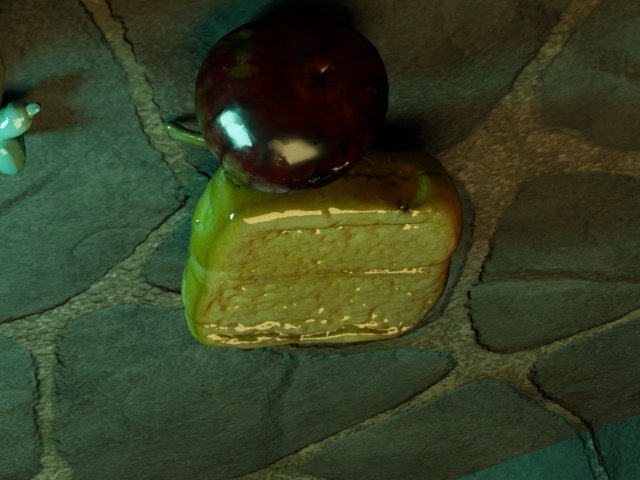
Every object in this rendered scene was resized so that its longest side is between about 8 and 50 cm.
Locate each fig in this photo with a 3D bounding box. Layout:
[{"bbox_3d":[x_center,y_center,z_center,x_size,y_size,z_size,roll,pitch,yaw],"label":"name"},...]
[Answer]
[{"bbox_3d":[-0.042,-0.124,1.579,0.203,0.186,0.249,-21,163,-26],"label":"fig"}]

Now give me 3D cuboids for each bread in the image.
[{"bbox_3d":[-0.002,-0.007,1.827,0.337,0.148,0.328,-5,145,-12],"label":"bread"}]

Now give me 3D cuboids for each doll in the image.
[{"bbox_3d":[-0.374,-0.126,1.546,0.159,0.059,0.158,2,148,-24],"label":"doll"}]

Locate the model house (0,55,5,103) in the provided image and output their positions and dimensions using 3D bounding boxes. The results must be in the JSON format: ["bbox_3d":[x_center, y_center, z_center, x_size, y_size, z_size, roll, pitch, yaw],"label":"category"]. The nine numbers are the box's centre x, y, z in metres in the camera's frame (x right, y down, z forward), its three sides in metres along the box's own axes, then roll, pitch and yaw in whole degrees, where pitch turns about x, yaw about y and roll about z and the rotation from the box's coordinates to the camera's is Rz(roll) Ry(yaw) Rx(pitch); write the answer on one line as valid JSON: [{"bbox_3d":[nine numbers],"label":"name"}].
[{"bbox_3d":[-0.433,-0.139,1.397,0.220,0.229,0.199,-58,170,-10],"label":"model house"}]
